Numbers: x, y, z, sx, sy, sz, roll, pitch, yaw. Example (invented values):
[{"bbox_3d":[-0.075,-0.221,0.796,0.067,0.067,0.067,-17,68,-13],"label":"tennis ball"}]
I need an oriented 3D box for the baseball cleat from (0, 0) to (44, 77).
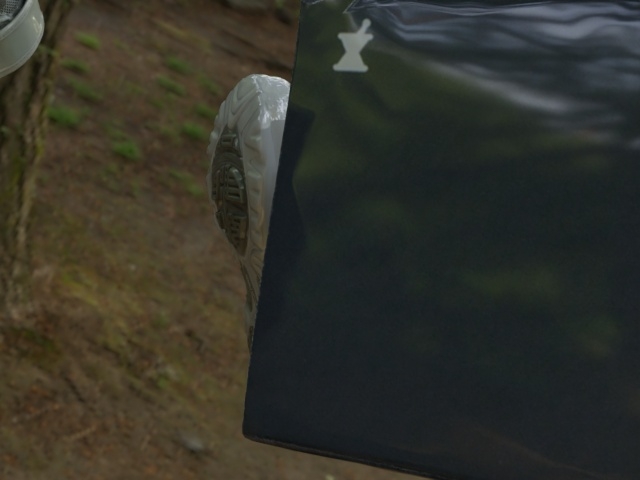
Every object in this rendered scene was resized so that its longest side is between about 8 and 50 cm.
[{"bbox_3d":[-0.153,-0.138,0.559,0.109,0.206,0.072,24,45,-34],"label":"baseball cleat"}]

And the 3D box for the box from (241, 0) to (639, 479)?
[{"bbox_3d":[0.195,0.020,0.650,0.293,0.212,0.395,7,-3,30],"label":"box"}]

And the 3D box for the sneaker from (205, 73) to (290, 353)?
[{"bbox_3d":[0.000,0.000,0.809,0.115,0.232,0.090,-19,26,-20],"label":"sneaker"}]
